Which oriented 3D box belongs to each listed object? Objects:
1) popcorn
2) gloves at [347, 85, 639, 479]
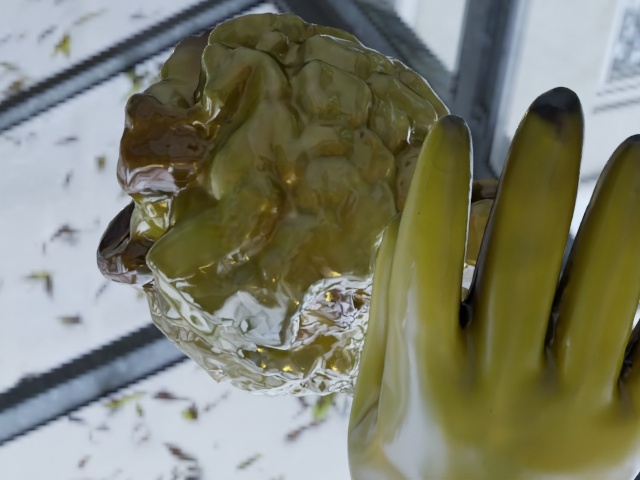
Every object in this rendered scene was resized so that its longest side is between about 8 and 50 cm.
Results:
[{"bbox_3d":[0.000,0.000,0.989,0.332,0.265,0.225,23,-136,-28],"label":"popcorn"},{"bbox_3d":[0.083,0.073,0.652,0.133,0.294,0.116,10,-153,-4],"label":"gloves"}]
